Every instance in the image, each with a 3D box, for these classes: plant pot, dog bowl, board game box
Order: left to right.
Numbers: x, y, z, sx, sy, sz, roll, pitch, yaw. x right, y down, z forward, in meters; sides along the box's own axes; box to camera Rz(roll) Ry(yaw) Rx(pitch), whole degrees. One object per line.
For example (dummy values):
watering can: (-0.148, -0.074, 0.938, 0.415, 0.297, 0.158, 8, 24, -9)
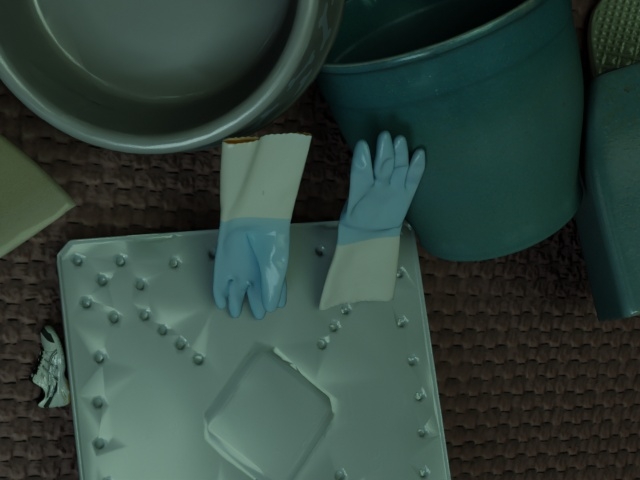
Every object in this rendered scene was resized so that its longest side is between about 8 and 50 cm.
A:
plant pot: (-0.301, -0.037, 1.045, 0.109, 0.109, 0.096, -37, 97, -17)
dog bowl: (-0.149, -0.234, 0.989, 0.348, 0.102, 0.349, 1, 109, 4)
board game box: (-0.059, 0.181, 1.159, 0.390, 0.050, 0.390, -5, 82, -25)
plant pot: (0.147, -0.128, 1.164, 0.271, 0.271, 0.255, -31, 117, -19)
plant pot: (0.389, -0.069, 1.221, 0.247, 0.248, 0.252, -18, 83, 5)

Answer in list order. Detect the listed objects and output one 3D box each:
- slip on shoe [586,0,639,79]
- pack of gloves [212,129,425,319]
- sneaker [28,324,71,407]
slip on shoe: (0.410, -0.144, 1.373, 0.123, 0.101, 0.331, -26, 96, 8)
pack of gloves: (0.000, 0.000, 1.074, 0.195, 0.046, 0.232, -5, 135, -15)
sneaker: (-0.268, 0.125, 1.116, 0.037, 0.032, 0.083, -11, 99, -19)
